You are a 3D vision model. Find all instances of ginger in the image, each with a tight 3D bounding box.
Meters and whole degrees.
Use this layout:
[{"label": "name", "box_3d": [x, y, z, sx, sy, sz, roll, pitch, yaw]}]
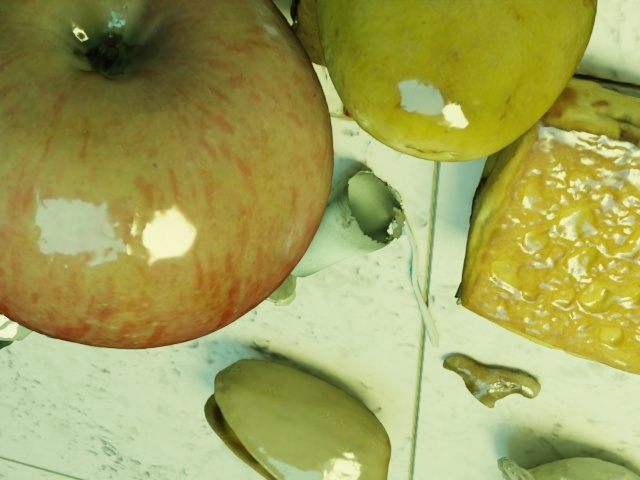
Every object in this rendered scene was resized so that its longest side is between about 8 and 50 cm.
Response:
[{"label": "ginger", "box_3d": [0.162, 0.142, 1.232, 0.097, 0.030, 0.048, 15, 134, 12]}]

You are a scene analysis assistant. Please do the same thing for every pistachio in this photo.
[{"label": "pistachio", "box_3d": [-0.023, 0.200, 1.300, 0.206, 0.131, 0.130, 26, 129, 5]}]

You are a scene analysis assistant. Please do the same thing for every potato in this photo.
[{"label": "potato", "box_3d": [0.083, -0.126, 0.845, 0.178, 0.158, 0.203, -27, 127, 34]}]

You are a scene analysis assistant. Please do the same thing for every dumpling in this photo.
[{"label": "dumpling", "box_3d": [0.261, 0.288, 1.280, 0.247, 0.142, 0.172, 38, 170, -22]}]

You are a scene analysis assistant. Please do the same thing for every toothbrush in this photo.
[{"label": "toothbrush", "box_3d": [0.092, 0.040, 1.179, 0.017, 0.014, 0.162, -11, 128, 14]}]

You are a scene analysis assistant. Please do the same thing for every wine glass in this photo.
[{"label": "wine glass", "box_3d": [0.000, 0.000, 1.142, 0.072, 0.072, 0.155, 42, 133, -17]}]

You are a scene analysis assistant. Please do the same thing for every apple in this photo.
[{"label": "apple", "box_3d": [-0.154, -0.089, 0.943, 0.344, 0.345, 0.269, 27, 135, -2]}]

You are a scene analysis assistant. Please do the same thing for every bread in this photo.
[{"label": "bread", "box_3d": [0.224, -0.013, 1.014, 0.210, 0.099, 0.235, 20, 131, 2]}]

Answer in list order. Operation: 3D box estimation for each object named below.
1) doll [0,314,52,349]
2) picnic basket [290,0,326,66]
[{"label": "doll", "box_3d": [-0.230, -0.014, 1.156, 0.258, 0.153, 0.195, -16, 120, -17]}, {"label": "picnic basket", "box_3d": [0.066, -0.160, 0.970, 0.193, 0.055, 0.110, 20, 137, 6]}]
